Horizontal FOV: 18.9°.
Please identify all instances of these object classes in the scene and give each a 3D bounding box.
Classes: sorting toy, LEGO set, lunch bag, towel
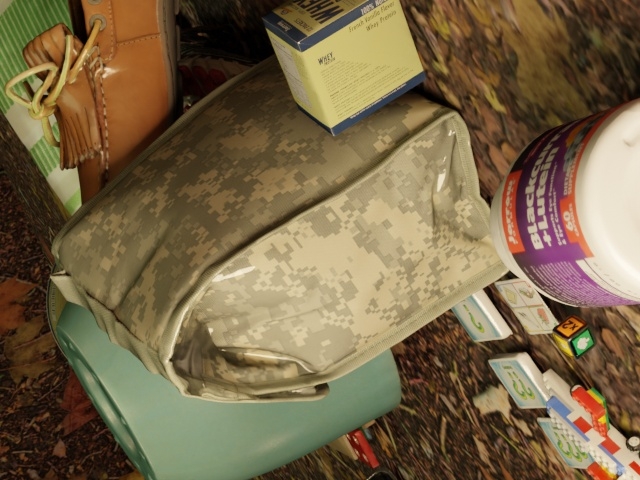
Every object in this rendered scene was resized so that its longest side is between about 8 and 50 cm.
[{"bbox_3d":[0.008,0.169,2.146,0.132,0.046,0.274,61,167,-12],"label":"sorting toy"},{"bbox_3d":[0.168,0.115,1.447,0.182,0.060,0.244,55,166,-4],"label":"LEGO set"},{"bbox_3d":[-0.042,0.000,1.437,0.235,0.287,0.169,36,154,55],"label":"lunch bag"},{"bbox_3d":[-0.229,-0.169,1.956,0.248,0.038,0.325,-42,77,32],"label":"towel"}]

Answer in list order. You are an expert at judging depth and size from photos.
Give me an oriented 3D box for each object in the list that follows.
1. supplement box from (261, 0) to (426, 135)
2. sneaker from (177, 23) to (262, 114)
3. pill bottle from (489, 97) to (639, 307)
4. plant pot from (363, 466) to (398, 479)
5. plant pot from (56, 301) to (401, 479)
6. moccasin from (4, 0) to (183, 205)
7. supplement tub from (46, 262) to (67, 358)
[{"bbox_3d":[0.017,-0.136,1.358,0.056,0.083,0.083,40,159,51],"label":"supplement box"},{"bbox_3d":[-0.095,-0.143,1.714,0.299,0.112,0.121,15,143,52],"label":"sneaker"},{"bbox_3d":[0.161,-0.017,1.060,0.108,0.108,0.193,59,166,-4],"label":"pill bottle"},{"bbox_3d":[0.079,0.407,2.176,0.188,0.187,0.167,48,176,37],"label":"plant pot"},{"bbox_3d":[-0.102,0.097,1.796,0.293,0.235,0.293,53,166,19],"label":"plant pot"},{"bbox_3d":[-0.186,-0.151,1.564,0.139,0.147,0.380,-161,73,-75],"label":"moccasin"},{"bbox_3d":[-0.190,0.074,2.244,0.228,0.228,0.316,60,167,-8],"label":"supplement tub"}]
